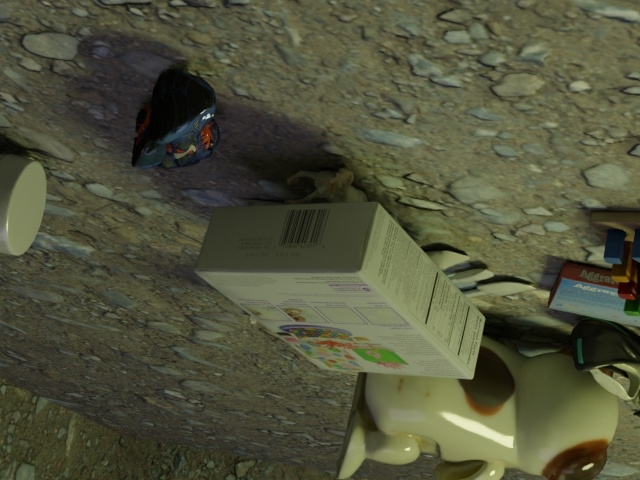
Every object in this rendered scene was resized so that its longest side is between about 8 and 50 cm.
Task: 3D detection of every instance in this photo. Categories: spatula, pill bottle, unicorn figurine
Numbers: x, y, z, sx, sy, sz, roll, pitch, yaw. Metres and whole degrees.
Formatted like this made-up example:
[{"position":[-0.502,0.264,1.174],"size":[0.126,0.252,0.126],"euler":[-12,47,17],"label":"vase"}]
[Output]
[{"position":[0.174,0.058,1.676],"size":[0.168,0.019,0.242],"euler":[18,163,-28],"label":"spatula"},{"position":[-0.536,-0.072,1.579],"size":[0.283,0.160,0.160],"euler":[11,161,6],"label":"pill bottle"},{"position":[0.013,-0.056,1.407],"size":[0.111,0.060,0.162],"euler":[-11,165,34],"label":"unicorn figurine"}]

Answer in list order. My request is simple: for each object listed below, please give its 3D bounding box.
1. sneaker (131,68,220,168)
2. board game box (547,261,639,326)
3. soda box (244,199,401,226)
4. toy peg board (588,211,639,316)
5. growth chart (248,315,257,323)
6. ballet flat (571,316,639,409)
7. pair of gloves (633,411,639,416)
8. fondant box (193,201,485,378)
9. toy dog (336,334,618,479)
[{"position":[-0.150,-0.132,1.284],"size":[0.087,0.083,0.221],"euler":[6,170,-20],"label":"sneaker"},{"position":[0.455,0.088,1.539],"size":[0.281,0.027,0.145],"euler":[12,163,7],"label":"board game box"},{"position":[0.000,0.000,1.535],"size":[0.216,0.074,0.069],"euler":[6,159,21],"label":"soda box"},{"position":[0.409,0.035,1.336],"size":[0.161,0.079,0.160],"euler":[1,158,32],"label":"toy peg board"},{"position":[-0.021,0.163,2.109],"size":[0.237,0.021,0.172],"euler":[19,160,-15],"label":"growth chart"},{"position":[0.484,0.203,1.743],"size":[0.280,0.096,0.095],"euler":[22,159,-25],"label":"ballet flat"},{"position":[0.624,0.323,2.125],"size":[0.074,0.010,0.083],"euler":[12,164,1],"label":"pair of gloves"},{"position":[0.033,0.070,1.453],"size":[0.238,0.096,0.330],"euler":[0,152,33],"label":"fondant box"},{"position":[0.265,0.238,1.814],"size":[0.407,0.285,0.395],"euler":[13,144,-1],"label":"toy dog"}]
